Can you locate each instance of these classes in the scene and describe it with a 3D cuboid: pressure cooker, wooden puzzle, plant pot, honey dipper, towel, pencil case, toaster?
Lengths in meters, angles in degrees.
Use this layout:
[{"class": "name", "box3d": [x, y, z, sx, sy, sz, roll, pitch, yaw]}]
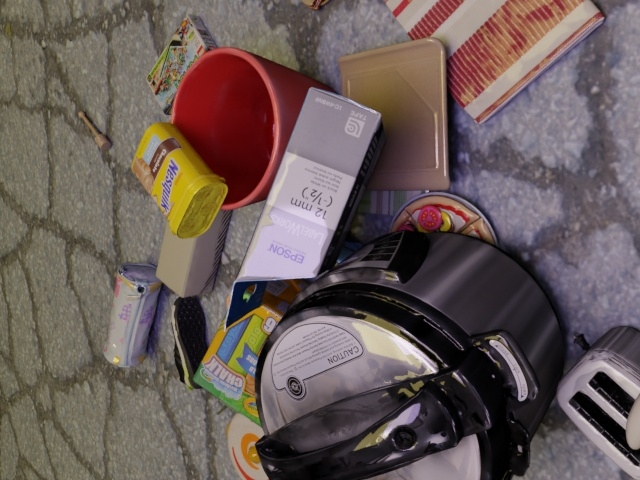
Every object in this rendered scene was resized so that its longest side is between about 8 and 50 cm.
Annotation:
[{"class": "pressure cooker", "box3d": [0.121, 0.202, 0.867, 0.376, 0.420, 0.369, 23, 119, 27]}, {"class": "wooden puzzle", "box3d": [0.125, -0.202, 1.044, 0.221, 0.044, 0.238, 4, 105, 46]}, {"class": "plant pot", "box3d": [-0.093, -0.198, 1.123, 0.275, 0.243, 0.274, 8, 102, 38]}, {"class": "honey dipper", "box3d": [-0.617, -0.302, 1.680, 0.160, 0.031, 0.030, 47, 123, 26]}, {"class": "towel", "box3d": [0.240, -0.376, 0.956, 0.237, 0.037, 0.329, -42, 71, 35]}, {"class": "pencil case", "box3d": [-0.478, 0.190, 1.586, 0.124, 0.114, 0.273, 46, 125, 46]}, {"class": "towel", "box3d": [0.132, -0.098, 1.101, 0.152, 0.023, 0.113, 10, 101, 41]}, {"class": "toaster", "box3d": [0.417, 0.211, 0.828, 0.227, 0.146, 0.129, 47, 122, 24]}]

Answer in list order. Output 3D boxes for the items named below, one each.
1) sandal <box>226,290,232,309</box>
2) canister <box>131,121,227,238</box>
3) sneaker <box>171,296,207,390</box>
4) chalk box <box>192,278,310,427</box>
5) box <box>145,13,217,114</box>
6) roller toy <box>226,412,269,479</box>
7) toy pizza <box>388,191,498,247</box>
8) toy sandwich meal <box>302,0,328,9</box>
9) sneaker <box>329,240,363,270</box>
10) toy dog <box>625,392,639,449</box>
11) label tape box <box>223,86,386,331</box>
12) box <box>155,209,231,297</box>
[{"class": "sandal", "box3d": [-0.126, 0.198, 1.321, 0.265, 0.076, 0.101, 42, 120, 27]}, {"class": "canister", "box3d": [-0.245, -0.105, 1.060, 0.170, 0.073, 0.126, 49, 125, 25]}, {"class": "sneaker", "box3d": [-0.331, 0.250, 1.494, 0.097, 0.084, 0.234, -8, 92, 41]}, {"class": "chalk box", "box3d": [-0.107, 0.224, 1.193, 0.179, 0.180, 0.288, 32, 111, 9]}, {"class": "box", "box3d": [-0.315, -0.395, 1.411, 0.207, 0.036, 0.114, -42, 70, 36]}, {"class": "roller toy", "box3d": [-0.093, 0.417, 1.283, 0.209, 0.146, 0.191, 48, 123, 25]}, {"class": "toy pizza", "box3d": [0.197, 0.019, 1.036, 0.201, 0.032, 0.201, 13, 113, 33]}, {"class": "toy sandwich meal", "box3d": [-0.008, -0.473, 1.148, 0.086, 0.029, 0.085, 7, 102, 39]}, {"class": "sneaker", "box3d": [0.000, 0.000, 1.204, 0.209, 0.069, 0.082, 28, 81, 43]}, {"class": "toy dog", "box3d": [0.525, 0.309, 0.624, 0.396, 0.284, 0.407, -3, 106, 0]}, {"class": "label tape box", "box3d": [-0.014, -0.026, 0.934, 0.115, 0.249, 0.347, 20, 93, 6]}, {"class": "box", "box3d": [-0.283, -0.018, 1.406, 0.113, 0.094, 0.275, 33, 117, 32]}]
